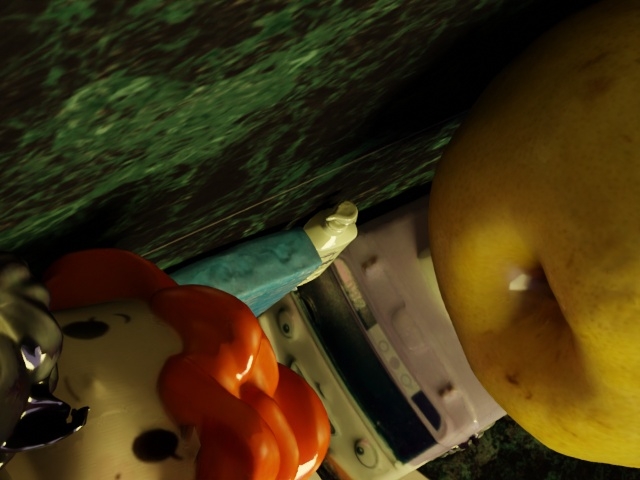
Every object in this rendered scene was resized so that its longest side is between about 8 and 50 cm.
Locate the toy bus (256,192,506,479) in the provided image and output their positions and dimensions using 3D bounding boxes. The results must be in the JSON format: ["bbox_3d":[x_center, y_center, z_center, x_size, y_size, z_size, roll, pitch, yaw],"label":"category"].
[{"bbox_3d":[0.173,0.043,1.369,0.440,0.209,0.249,-24,169,-34],"label":"toy bus"}]

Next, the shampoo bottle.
[{"bbox_3d":[0.000,0.000,1.137,0.049,0.034,0.141,-18,168,-23],"label":"shampoo bottle"}]

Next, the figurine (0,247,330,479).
[{"bbox_3d":[-0.182,0.118,0.711,0.306,0.241,0.412,-53,151,2],"label":"figurine"}]

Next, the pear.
[{"bbox_3d":[0.224,-0.013,0.921,0.314,0.314,0.314,-28,172,-4],"label":"pear"}]

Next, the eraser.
[{"bbox_3d":[-0.134,0.083,1.157,0.144,0.042,0.312,-21,169,-40],"label":"eraser"}]
